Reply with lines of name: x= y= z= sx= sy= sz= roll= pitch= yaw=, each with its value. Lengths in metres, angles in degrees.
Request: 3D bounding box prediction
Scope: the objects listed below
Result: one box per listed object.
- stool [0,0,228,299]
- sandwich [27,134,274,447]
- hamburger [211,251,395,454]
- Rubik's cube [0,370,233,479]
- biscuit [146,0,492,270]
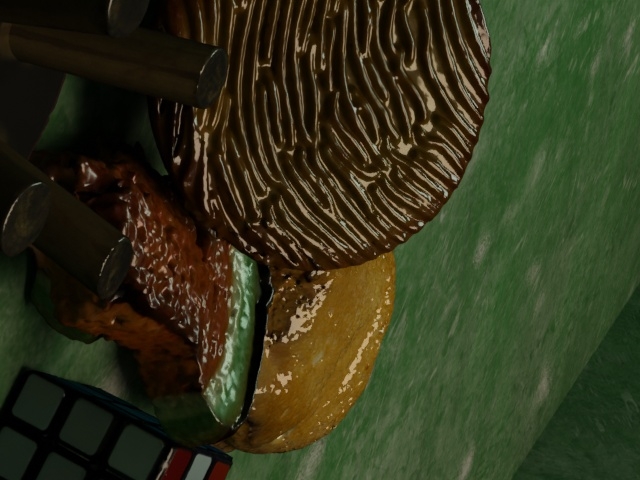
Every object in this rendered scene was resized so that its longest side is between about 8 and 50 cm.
stool: x=-0.201 y=-0.098 z=1.139 sx=0.272 sy=0.178 sz=0.272 roll=-53 pitch=157 yaw=-34
sandwich: x=-0.167 y=0.025 z=1.418 sx=0.301 sy=0.162 sz=0.250 roll=43 pitch=39 yaw=-52
hamburger: x=-0.052 y=0.076 z=1.717 sx=0.290 sy=0.170 sz=0.314 roll=-68 pitch=159 yaw=-4
Rubik's cube: x=-0.199 y=0.223 z=1.526 sx=0.163 sy=0.160 sz=0.162 roll=-63 pitch=160 yaw=-5
biscuit: x=0.006 y=-0.131 z=1.410 sx=0.318 sy=0.040 sz=0.318 roll=-5 pitch=100 yaw=-29
